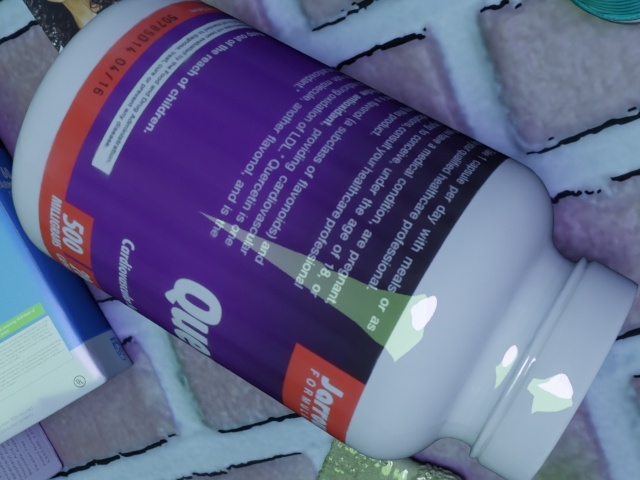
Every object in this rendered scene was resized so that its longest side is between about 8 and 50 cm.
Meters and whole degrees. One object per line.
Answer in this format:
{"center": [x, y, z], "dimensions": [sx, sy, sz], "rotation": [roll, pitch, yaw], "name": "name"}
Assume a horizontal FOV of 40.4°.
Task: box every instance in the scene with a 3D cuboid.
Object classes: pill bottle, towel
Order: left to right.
{"center": [0.000, 0.000, 0.496], "dimensions": [0.323, 0.181, 0.181], "rotation": [30, 113, 15], "name": "pill bottle"}
{"center": [0.038, 0.209, 0.621], "dimensions": [0.110, 0.027, 0.148], "rotation": [23, 113, 18], "name": "towel"}

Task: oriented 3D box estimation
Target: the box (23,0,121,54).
{"center": [-0.190, -0.229, 0.592], "dimensions": [0.087, 0.058, 0.232], "rotation": [-38, 86, 27], "name": "box"}

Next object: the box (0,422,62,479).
{"center": [-0.353, 0.172, 0.736], "dimensions": [0.181, 0.119, 0.181], "rotation": [-30, 90, 27], "name": "box"}

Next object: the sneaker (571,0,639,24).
{"center": [0.120, -0.244, 0.380], "dimensions": [0.124, 0.178, 0.295], "rotation": [-5, 101, 25], "name": "sneaker"}

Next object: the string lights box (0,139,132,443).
{"center": [-0.271, 0.021, 0.660], "dimensions": [0.133, 0.077, 0.259], "rotation": [-30, 90, 4], "name": "string lights box"}
